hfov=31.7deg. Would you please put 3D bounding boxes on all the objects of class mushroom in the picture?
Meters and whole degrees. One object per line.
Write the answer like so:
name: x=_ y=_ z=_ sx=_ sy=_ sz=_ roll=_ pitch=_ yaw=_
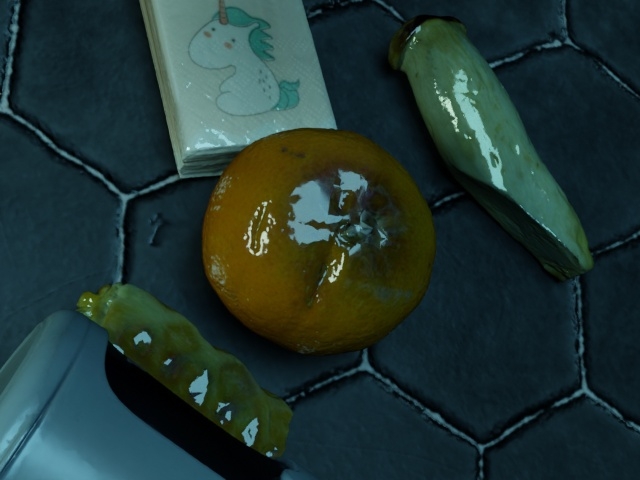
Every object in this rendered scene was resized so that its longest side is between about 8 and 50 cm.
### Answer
mushroom: x=0.184 y=-0.099 z=1.224 sx=0.107 sy=0.087 sz=0.333 roll=-24 pitch=83 yaw=-28

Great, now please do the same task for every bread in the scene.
bread: x=-0.135 y=0.135 z=1.011 sx=0.232 sy=0.088 sz=0.128 roll=39 pitch=69 yaw=-10

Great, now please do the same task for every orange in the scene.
orange: x=0.000 y=0.000 z=1.057 sx=0.224 sy=0.170 sz=0.224 roll=3 pitch=80 yaw=-19

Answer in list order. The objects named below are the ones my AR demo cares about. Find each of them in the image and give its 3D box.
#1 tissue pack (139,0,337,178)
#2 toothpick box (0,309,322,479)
tissue pack: x=-0.099 y=-0.230 z=1.167 sx=0.170 sy=0.071 sz=0.325 roll=-8 pitch=73 yaw=-22
toothpick box: x=-0.132 y=0.252 z=0.877 sx=0.355 sy=0.263 sz=0.263 roll=36 pitch=62 yaw=-13
